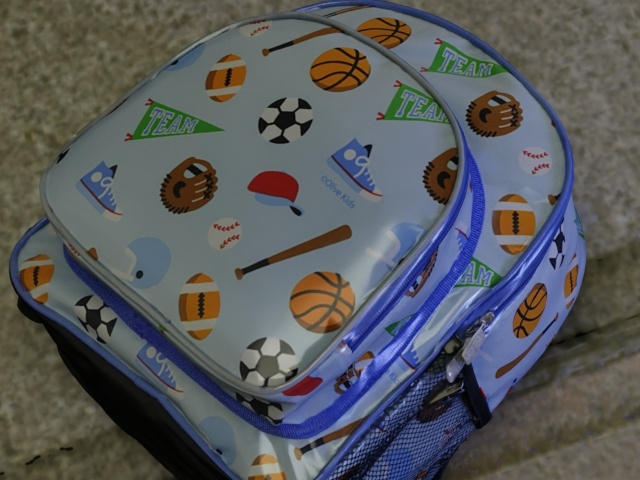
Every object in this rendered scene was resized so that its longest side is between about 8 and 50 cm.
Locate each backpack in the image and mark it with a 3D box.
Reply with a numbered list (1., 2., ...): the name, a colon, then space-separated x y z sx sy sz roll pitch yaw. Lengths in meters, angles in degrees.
1. backpack: 0.000 0.000 1.014 0.276 0.213 0.263 40 69 23
